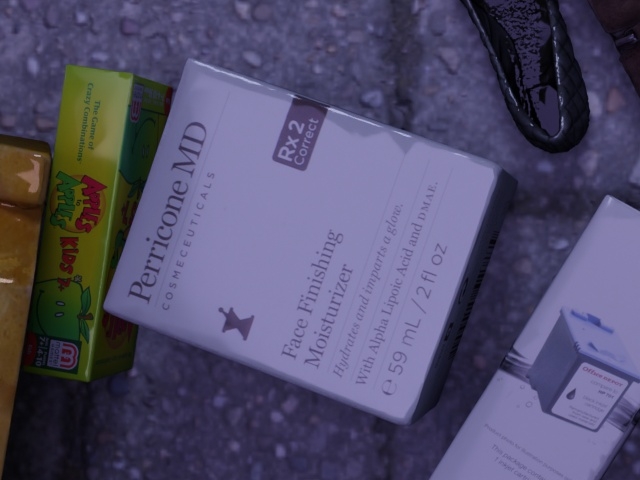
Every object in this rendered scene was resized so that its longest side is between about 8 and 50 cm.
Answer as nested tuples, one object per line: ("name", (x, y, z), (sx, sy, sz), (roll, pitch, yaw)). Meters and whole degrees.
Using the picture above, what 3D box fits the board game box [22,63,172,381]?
("board game box", (-0.133, -0.010, 1.006), (0.043, 0.092, 0.181), (9, 92, 9))

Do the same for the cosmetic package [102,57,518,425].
("cosmetic package", (0.000, 0.000, 0.951), (0.183, 0.151, 0.151), (19, 93, 10))

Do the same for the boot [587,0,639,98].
("boot", (0.286, -0.117, 0.949), (0.207, 0.090, 0.248), (-32, 86, 21))

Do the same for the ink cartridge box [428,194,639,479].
("ink cartridge box", (0.147, 0.075, 0.932), (0.082, 0.139, 0.191), (31, 95, 10))

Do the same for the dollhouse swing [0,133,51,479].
("dollhouse swing", (-0.331, 0.089, 0.956), (0.305, 0.315, 0.347), (10, 93, -10))

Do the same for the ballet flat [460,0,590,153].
("ballet flat", (0.117, -0.134, 0.981), (0.057, 0.049, 0.173), (-25, 86, 9))
